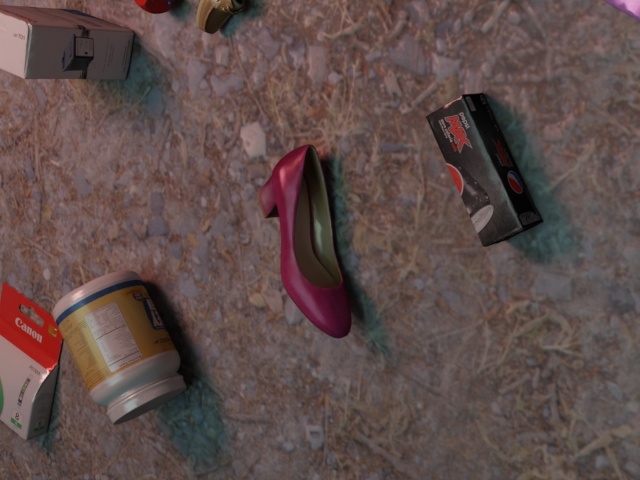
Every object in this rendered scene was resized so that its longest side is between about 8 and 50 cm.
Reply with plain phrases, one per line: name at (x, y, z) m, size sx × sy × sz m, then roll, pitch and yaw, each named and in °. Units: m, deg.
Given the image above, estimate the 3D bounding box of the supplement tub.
supplement tub at (-0.301, 0.161, 1.467) m, size 0.144 × 0.144 × 0.200 m, roll -36°, pitch 78°, yaw 36°

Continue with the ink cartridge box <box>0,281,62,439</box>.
ink cartridge box at (-0.542, 0.213, 1.717) m, size 0.181 × 0.056 × 0.225 m, roll 28°, pitch 116°, yaw 29°

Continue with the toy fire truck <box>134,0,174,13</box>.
toy fire truck at (-0.188, -0.376, 1.315) m, size 0.192 × 0.047 × 0.135 m, roll -56°, pitch 48°, yaw 30°

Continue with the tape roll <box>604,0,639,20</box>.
tape roll at (0.361, -0.209, 0.821) m, size 0.275 × 0.275 × 0.090 m, roll 35°, pitch 117°, yaw 26°

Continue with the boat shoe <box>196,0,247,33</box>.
boat shoe at (-0.120, -0.327, 1.297) m, size 0.045 × 0.050 × 0.135 m, roll 52°, pitch 124°, yaw 24°

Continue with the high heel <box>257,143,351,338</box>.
high heel at (0.000, 0.000, 1.254) m, size 0.117 × 0.082 × 0.244 m, roll -43°, pitch 60°, yaw 44°

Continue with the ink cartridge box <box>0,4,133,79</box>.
ink cartridge box at (-0.394, -0.291, 1.419) m, size 0.139 × 0.190 × 0.082 m, roll 25°, pitch 113°, yaw 31°

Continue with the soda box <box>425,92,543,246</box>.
soda box at (0.187, -0.082, 1.114) m, size 0.060 × 0.053 × 0.169 m, roll -28°, pitch 81°, yaw 37°
